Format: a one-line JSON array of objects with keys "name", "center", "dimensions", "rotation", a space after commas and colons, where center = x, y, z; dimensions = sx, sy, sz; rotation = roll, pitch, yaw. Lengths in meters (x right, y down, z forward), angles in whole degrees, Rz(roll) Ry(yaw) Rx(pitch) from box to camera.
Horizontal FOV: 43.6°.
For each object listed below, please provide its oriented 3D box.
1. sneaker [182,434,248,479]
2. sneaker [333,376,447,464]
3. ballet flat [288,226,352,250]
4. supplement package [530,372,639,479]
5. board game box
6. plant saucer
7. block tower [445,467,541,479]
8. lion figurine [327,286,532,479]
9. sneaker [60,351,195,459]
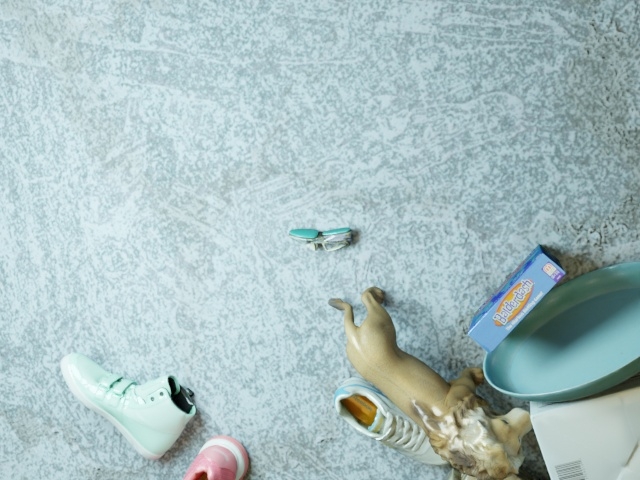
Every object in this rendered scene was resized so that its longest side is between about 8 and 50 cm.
[{"name": "sneaker", "center": [-0.242, 0.498, 1.428], "dimensions": [0.115, 0.136, 0.314], "rotation": [25, 99, 12]}, {"name": "sneaker", "center": [0.124, 0.315, 1.349], "dimensions": [0.228, 0.092, 0.087], "rotation": [26, 98, 10]}, {"name": "ballet flat", "center": [0.000, 0.000, 1.387], "dimensions": [0.114, 0.041, 0.041], "rotation": [-2, 93, 15]}, {"name": "supplement package", "center": [0.433, 0.290, 1.183], "dimensions": [0.198, 0.262, 0.199], "rotation": [-19, 90, 15]}, {"name": "board game box", "center": [0.301, 0.083, 1.230], "dimensions": [0.047, 0.210, 0.160], "rotation": [42, 101, 9]}, {"name": "plant saucer", "center": [0.389, 0.137, 1.167], "dimensions": [0.317, 0.317, 0.044], "rotation": [-30, 103, 14]}, {"name": "block tower", "center": [0.366, 0.448, 1.276], "dimensions": [0.335, 0.091, 0.097], "rotation": [28, 93, 10]}, {"name": "lion figurine", "center": [0.146, 0.220, 1.257], "dimensions": [0.392, 0.240, 0.142], "rotation": [31, 105, 11]}, {"name": "sneaker", "center": [-0.341, 0.262, 1.456], "dimensions": [0.256, 0.094, 0.151], "rotation": [43, 108, -2]}]
